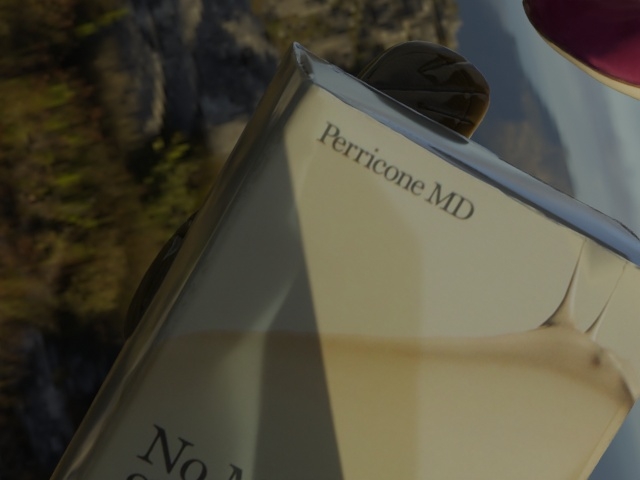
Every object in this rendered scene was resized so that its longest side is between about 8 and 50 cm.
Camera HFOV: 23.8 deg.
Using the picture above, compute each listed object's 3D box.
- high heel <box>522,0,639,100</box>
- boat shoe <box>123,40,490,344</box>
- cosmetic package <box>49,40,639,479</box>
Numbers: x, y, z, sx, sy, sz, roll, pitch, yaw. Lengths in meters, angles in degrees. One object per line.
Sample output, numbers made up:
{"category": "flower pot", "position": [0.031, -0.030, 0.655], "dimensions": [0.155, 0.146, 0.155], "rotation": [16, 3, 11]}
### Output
{"category": "high heel", "position": [0.178, -0.096, 0.610], "dimensions": [0.082, 0.117, 0.244], "rotation": [17, 15, -34]}
{"category": "boat shoe", "position": [0.000, -0.001, 0.697], "dimensions": [0.223, 0.080, 0.073], "rotation": [-47, 160, -28]}
{"category": "cosmetic package", "position": [-0.016, 0.101, 0.571], "dimensions": [0.309, 0.160, 0.113], "rotation": [-61, -171, 12]}
